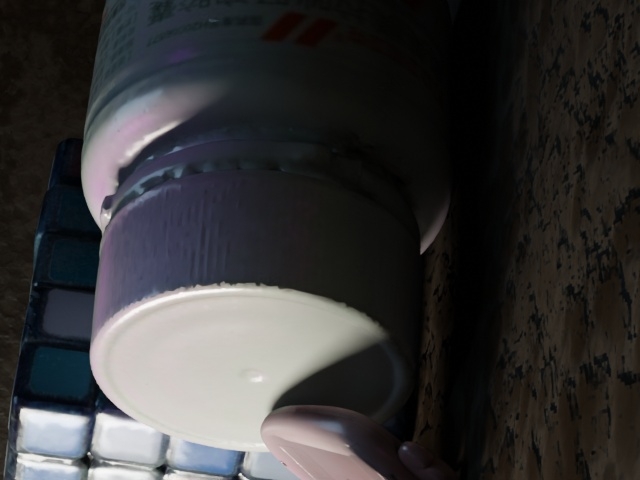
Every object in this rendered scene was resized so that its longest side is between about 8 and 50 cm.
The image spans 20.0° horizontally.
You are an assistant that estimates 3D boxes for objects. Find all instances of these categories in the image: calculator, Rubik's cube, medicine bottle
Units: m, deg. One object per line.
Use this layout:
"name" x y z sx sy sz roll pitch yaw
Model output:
"calculator" 0.023 0.140 1.136 0.166 0.103 0.024 -3 46 55
"Rubik's cube" -0.096 0.128 1.440 0.292 0.286 0.293 -88 9 -48
"medicine bottle" -0.037 -0.045 1.234 0.256 0.256 0.325 105 171 -54
